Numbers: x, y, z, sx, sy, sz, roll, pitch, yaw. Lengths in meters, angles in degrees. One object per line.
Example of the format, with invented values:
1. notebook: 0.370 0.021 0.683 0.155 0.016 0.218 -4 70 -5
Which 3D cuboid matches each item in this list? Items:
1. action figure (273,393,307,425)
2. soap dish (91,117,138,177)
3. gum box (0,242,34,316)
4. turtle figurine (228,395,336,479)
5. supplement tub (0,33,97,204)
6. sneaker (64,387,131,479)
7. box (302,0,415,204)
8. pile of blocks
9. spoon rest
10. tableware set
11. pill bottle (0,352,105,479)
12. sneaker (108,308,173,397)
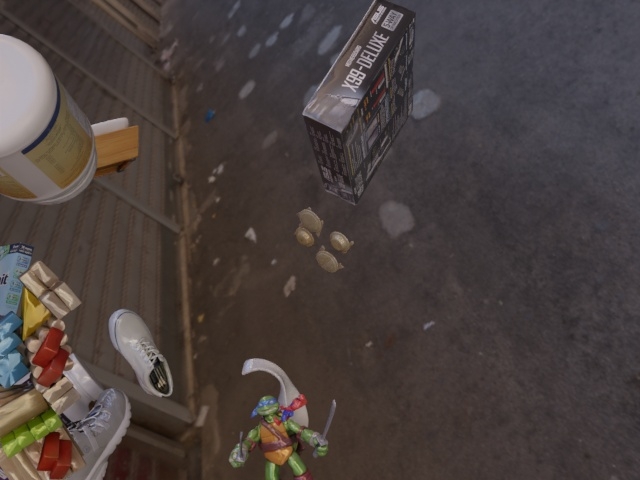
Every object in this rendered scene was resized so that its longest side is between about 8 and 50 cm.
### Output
1. action figure: -0.055 0.316 1.138 0.030 0.038 0.115 60 141 18
2. soap dish: -0.649 -0.227 1.639 0.291 0.118 0.229 -23 6 -30
3. gum box: -0.800 0.104 1.517 0.157 0.041 0.184 -8 68 38
4. turtle figurine: -0.086 0.490 1.323 0.275 0.198 0.266 -11 94 56
5. supplement tub: -0.557 -0.203 1.113 0.228 0.228 0.316 -63 -4 -15
6. sneaker: -0.468 0.393 1.204 0.105 0.115 0.281 -37 23 20
7. box: 0.080 -0.229 1.074 0.242 0.077 0.307 -59 -16 -11
8. pile of blocks: -0.435 0.213 0.906 0.113 0.149 0.361 -1 92 58
9. spoon rest: -0.108 0.436 1.697 0.084 0.276 0.137 -28 25 19
10. tableware set: 0.000 0.000 1.438 0.020 0.169 0.141 -43 -7 -36
11. pill bottle: -0.669 0.411 1.383 0.323 0.181 0.181 -38 24 -19
12. sneaker: -0.429 0.279 1.483 0.091 0.258 0.094 5 37 40
